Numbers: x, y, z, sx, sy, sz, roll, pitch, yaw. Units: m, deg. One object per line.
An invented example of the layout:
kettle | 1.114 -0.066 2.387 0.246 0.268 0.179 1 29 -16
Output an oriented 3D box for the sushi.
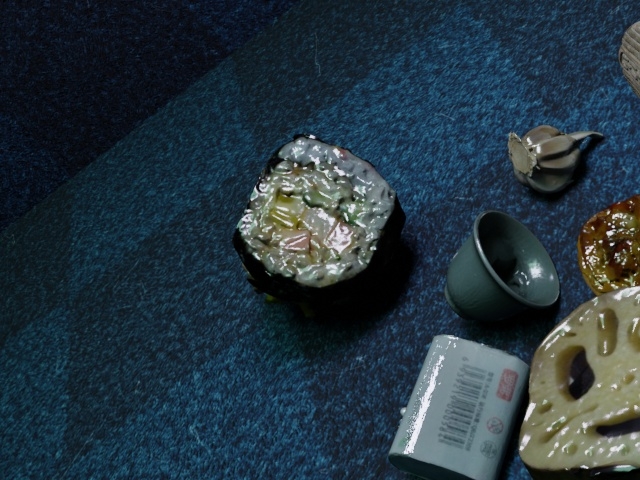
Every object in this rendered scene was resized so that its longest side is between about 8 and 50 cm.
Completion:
sushi | 0.000 0.000 2.137 0.328 0.285 0.328 17 65 11

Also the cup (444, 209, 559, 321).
cup | 0.294 0.069 1.832 0.150 0.199 0.199 -43 27 36

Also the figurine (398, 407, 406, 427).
figurine | 0.159 0.325 1.751 0.094 0.082 0.086 115 141 -57

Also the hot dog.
hot dog | 0.505 0.010 1.722 0.160 0.099 0.227 -26 34 24

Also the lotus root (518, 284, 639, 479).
lotus root | 0.446 0.218 1.482 0.375 0.111 0.390 -33 27 -2

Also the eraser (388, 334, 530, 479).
eraser | 0.224 0.276 1.682 0.174 0.081 0.227 16 59 16

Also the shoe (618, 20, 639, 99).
shoe | 0.612 -0.258 1.691 0.198 0.351 0.172 -32 53 5

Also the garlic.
garlic | 0.443 -0.168 1.993 0.194 0.127 0.131 -26 47 -22
